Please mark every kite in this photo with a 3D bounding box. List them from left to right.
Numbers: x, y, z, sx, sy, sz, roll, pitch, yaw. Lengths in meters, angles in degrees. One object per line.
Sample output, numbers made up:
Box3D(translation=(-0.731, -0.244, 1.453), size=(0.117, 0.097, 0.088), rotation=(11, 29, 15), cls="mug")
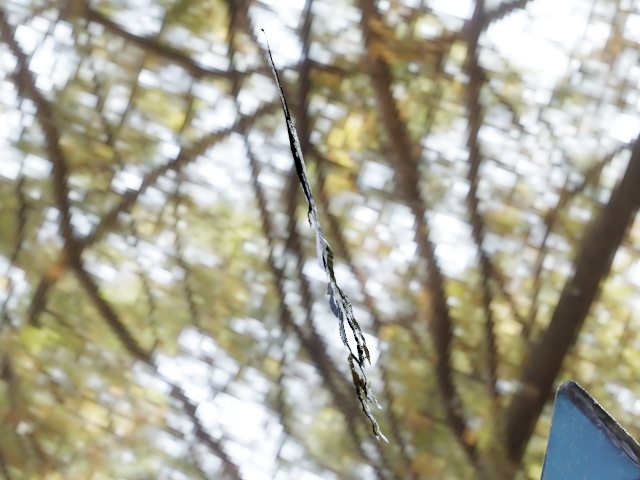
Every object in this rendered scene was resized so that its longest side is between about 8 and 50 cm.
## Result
Box3D(translation=(0.000, 0.000, 1.203), size=(0.015, 0.285, 0.152), rotation=(-18, -41, 0), cls="kite")

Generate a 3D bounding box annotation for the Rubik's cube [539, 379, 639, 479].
Box3D(translation=(0.246, 0.262, 1.276), size=(0.233, 0.228, 0.228), rotation=(99, -179, -48), cls="Rubik's cube")
